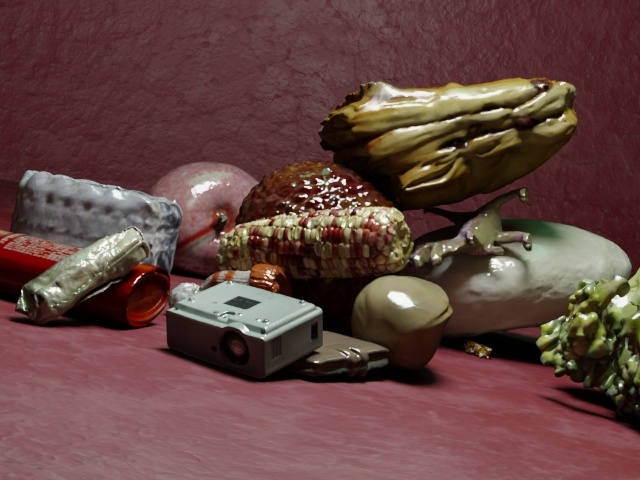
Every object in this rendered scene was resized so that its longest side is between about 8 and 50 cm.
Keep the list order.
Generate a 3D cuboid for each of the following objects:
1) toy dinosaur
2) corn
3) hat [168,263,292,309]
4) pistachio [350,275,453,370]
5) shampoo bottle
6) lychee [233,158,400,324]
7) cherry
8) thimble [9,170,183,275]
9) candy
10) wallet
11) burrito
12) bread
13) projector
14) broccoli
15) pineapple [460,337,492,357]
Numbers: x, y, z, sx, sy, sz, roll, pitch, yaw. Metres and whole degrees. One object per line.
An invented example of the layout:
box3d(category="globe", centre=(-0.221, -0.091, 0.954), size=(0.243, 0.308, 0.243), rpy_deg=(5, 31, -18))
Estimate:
box3d(category="toy dinosaur", centre=(0.232, -0.027, 1.787), size=(0.200, 0.072, 0.251), rpy_deg=(-12, 29, 20))
box3d(category="corn", centre=(-0.014, 0.008, 1.571), size=(0.290, 0.098, 0.098), rpy_deg=(-4, -4, 28))
box3d(category="hat", centre=(-0.127, 0.076, 1.548), size=(0.162, 0.093, 0.112), rpy_deg=(6, -25, 19))
box3d(category="pistachio", centre=(0.106, 0.103, 1.508), size=(0.136, 0.136, 0.226), rpy_deg=(12, 5, 2))
box3d(category="shampoo bottle", centre=(-0.352, 0.039, 1.469), size=(0.314, 0.076, 0.118), rpy_deg=(12, 18, 18))
box3d(category="lychee", centre=(0.000, 0.000, 1.743), size=(0.260, 0.260, 0.260), rpy_deg=(11, 4, -1))
box3d(category="cherry", centre=(-0.209, -0.040, 2.083), size=(0.236, 0.213, 0.285), rpy_deg=(19, -8, -17))
box3d(category="thimble", centre=(-0.324, -0.006, 1.638), size=(0.245, 0.157, 0.217), rpy_deg=(14, 5, 25))
box3d(category="candy", centre=(0.309, 0.056, 1.940), size=(0.427, 0.186, 0.386), rpy_deg=(-3, -1, -5))
box3d(category="wallet", centre=(0.002, 0.138, 1.381), size=(0.118, 0.039, 0.152), rpy_deg=(12, 7, 40))
box3d(category="burrito", centre=(-0.278, 0.042, 1.353), size=(0.058, 0.045, 0.188), rpy_deg=(39, 49, 23))
box3d(category="bread", centre=(0.198, -0.148, 1.823), size=(0.370, 0.191, 0.314), rpy_deg=(-6, -2, -9))
box3d(category="projector", centre=(-0.088, 0.097, 1.315), size=(0.147, 0.061, 0.115), rpy_deg=(13, 24, 35))
box3d(category="broccoli", centre=(0.463, 0.138, 1.508), size=(0.324, 0.272, 0.334), rpy_deg=(-28, 8, 7))
box3d(category="pineapple", centre=(0.244, 0.168, 1.800), size=(0.045, 0.019, 0.083), rpy_deg=(17, 3, 0))
